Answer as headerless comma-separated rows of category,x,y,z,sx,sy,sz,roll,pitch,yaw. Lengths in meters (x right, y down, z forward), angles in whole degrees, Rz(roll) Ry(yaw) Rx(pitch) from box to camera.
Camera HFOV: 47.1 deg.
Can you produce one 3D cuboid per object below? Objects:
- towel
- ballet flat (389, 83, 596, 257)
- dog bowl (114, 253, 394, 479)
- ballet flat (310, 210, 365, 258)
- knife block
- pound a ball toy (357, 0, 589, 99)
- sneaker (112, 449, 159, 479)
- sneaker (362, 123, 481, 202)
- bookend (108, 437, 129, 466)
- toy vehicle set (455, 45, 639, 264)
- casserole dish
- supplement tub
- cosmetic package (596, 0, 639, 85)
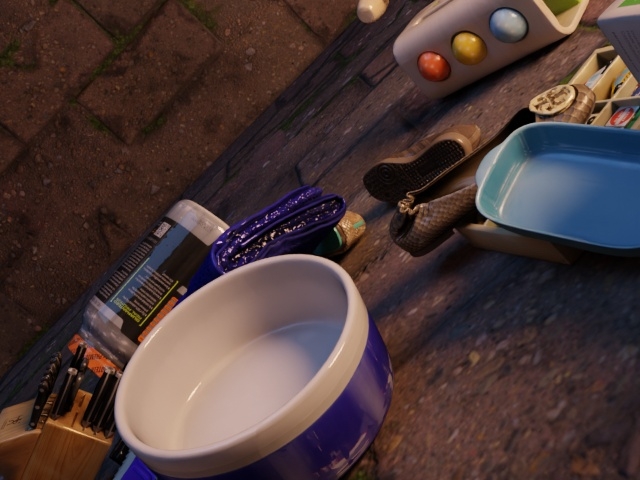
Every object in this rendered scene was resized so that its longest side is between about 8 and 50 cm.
towel,-0.115,0.048,1.010,0.227,0.076,0.308,-30,-12,-39
ballet flat,0.167,-0.077,0.752,0.250,0.058,0.084,-40,20,21
dog bowl,-0.064,0.138,0.734,0.265,0.104,0.265,-22,30,13
ballet flat,0.000,0.000,1.105,0.067,0.073,0.206,-25,7,-33
knife block,-0.335,0.286,1.059,0.242,0.276,0.088,-17,26,6
pound a ball toy,0.201,-0.338,1.110,0.319,0.208,0.136,-17,34,56
sneaker,-0.150,0.248,0.828,0.146,0.102,0.293,-41,19,15
sneaker,0.143,-0.105,1.010,0.188,0.066,0.071,-19,16,46
bookend,-0.252,0.270,1.061,0.157,0.072,0.156,-25,28,50
toy vehicle set,0.263,-0.096,0.729,0.267,0.035,0.166,-50,18,-10
casserole dish,0.221,-0.042,0.613,0.188,0.037,0.114,15,67,41
supplement tub,-0.264,0.103,1.249,0.316,0.193,0.193,-50,18,-12
cosmetic package,0.363,-0.141,0.411,0.197,0.155,0.365,-44,17,-2
